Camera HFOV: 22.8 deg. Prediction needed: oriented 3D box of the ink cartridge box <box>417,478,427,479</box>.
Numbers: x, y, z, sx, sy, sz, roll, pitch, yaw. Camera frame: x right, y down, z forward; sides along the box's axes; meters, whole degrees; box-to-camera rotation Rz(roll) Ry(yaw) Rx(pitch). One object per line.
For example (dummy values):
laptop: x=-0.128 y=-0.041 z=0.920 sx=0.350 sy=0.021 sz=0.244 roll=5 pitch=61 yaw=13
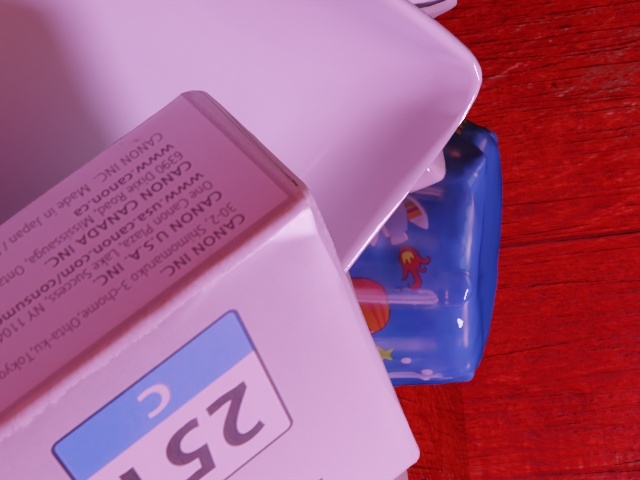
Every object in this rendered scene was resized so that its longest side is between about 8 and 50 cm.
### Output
ink cartridge box: x=0.002 y=0.306 z=1.085 sx=0.233 sy=0.168 sz=0.171 roll=-72 pitch=152 yaw=-63

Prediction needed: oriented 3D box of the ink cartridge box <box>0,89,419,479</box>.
ink cartridge box: x=-0.100 y=0.134 z=0.481 sx=0.066 sy=0.296 sz=0.261 roll=44 pitch=-15 yaw=37

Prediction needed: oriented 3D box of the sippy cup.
sippy cup: x=0.000 y=0.000 z=1.026 sx=0.240 sy=0.224 sz=0.306 roll=-61 pitch=153 yaw=-65

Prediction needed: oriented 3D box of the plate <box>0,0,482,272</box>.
plate: x=-0.110 y=0.003 z=0.443 sx=0.045 sy=0.277 sz=0.278 roll=43 pitch=9 yaw=38

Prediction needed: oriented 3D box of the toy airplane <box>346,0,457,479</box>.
toy airplane: x=-0.067 y=-0.102 z=0.711 sx=0.386 sy=0.272 sz=0.384 roll=-107 pitch=177 yaw=-50
